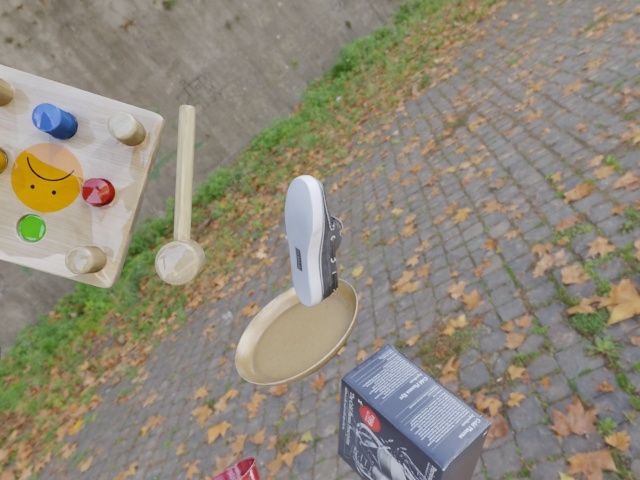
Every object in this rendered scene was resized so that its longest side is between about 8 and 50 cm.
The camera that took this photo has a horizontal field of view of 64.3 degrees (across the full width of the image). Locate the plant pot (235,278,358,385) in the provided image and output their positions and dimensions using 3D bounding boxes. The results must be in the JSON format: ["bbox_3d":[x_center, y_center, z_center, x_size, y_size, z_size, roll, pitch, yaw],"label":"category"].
[{"bbox_3d":[-0.036,0.155,0.861,0.236,0.032,0.236,-26,28,15],"label":"plant pot"}]

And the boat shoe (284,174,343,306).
[{"bbox_3d":[0.000,0.000,0.776,0.076,0.228,0.080,-22,36,-28],"label":"boat shoe"}]

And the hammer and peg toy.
[{"bbox_3d":[-0.317,-0.078,0.705,0.127,0.361,0.266,178,108,-85],"label":"hammer and peg toy"}]

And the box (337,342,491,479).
[{"bbox_3d":[0.213,0.497,1.271,0.179,0.343,0.312,-28,45,-33],"label":"box"}]

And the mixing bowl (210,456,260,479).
[{"bbox_3d":[-0.179,0.520,0.988,0.181,0.098,0.181,-32,-4,-3],"label":"mixing bowl"}]
